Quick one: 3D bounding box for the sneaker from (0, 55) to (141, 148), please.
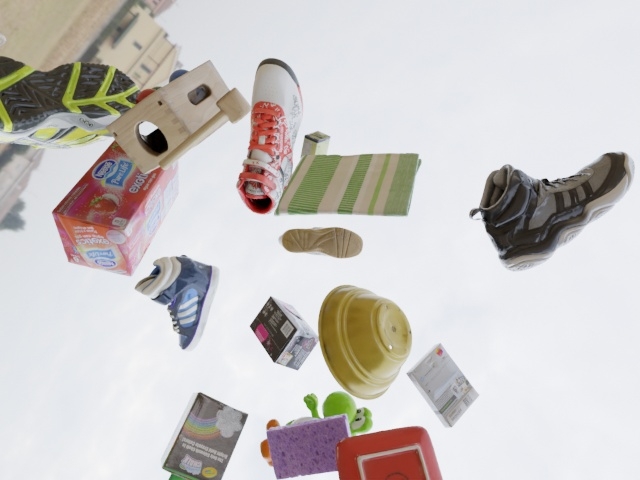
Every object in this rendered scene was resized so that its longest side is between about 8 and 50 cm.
[{"bbox_3d":[-0.479,-0.199,0.678,0.147,0.384,0.145,-35,-102,38],"label":"sneaker"}]

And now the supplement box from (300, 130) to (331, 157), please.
[{"bbox_3d":[-0.017,-0.315,1.426,0.056,0.083,0.083,29,-144,21],"label":"supplement box"}]

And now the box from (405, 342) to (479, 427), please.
[{"bbox_3d":[0.357,0.420,1.234,0.145,0.186,0.038,-33,173,-30],"label":"box"}]

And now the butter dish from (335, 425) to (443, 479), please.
[{"bbox_3d":[0.098,0.383,0.644,0.118,0.160,0.160,114,-31,-54],"label":"butter dish"}]

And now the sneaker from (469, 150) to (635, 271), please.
[{"bbox_3d":[0.373,-0.084,0.692,0.268,0.153,0.101,-42,-172,2],"label":"sneaker"}]

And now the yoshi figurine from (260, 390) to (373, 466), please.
[{"bbox_3d":[-0.018,0.585,1.363,0.361,0.203,0.204,-20,-121,8],"label":"yoshi figurine"}]

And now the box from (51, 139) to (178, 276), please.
[{"bbox_3d":[-0.370,-0.075,0.803,0.257,0.122,0.128,-81,-174,-45],"label":"box"}]

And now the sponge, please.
[{"bbox_3d":[-0.022,0.494,1.011,0.209,0.031,0.117,-17,-100,16],"label":"sponge"}]

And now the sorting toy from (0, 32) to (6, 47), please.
[{"bbox_3d":[-0.333,-0.113,0.263,0.347,0.047,0.196,-42,-177,2],"label":"sorting toy"}]

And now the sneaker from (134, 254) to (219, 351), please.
[{"bbox_3d":[-0.476,0.197,1.342,0.323,0.236,0.130,-67,-151,15],"label":"sneaker"}]

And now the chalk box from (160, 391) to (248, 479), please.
[{"bbox_3d":[-0.277,0.475,0.966,0.213,0.132,0.132,-66,-168,-26],"label":"chalk box"}]

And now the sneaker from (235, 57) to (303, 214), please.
[{"bbox_3d":[-0.094,-0.171,0.764,0.090,0.270,0.145,13,-134,4],"label":"sneaker"}]

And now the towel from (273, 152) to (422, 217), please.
[{"bbox_3d":[0.067,-0.136,1.022,0.324,0.038,0.248,3,-137,21],"label":"towel"}]

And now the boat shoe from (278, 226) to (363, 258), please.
[{"bbox_3d":[0.000,0.000,1.338,0.096,0.276,0.098,-170,-93,-67],"label":"boat shoe"}]

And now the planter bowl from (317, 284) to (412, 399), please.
[{"bbox_3d":[0.104,0.171,0.773,0.090,0.217,0.217,-30,-141,39],"label":"planter bowl"}]

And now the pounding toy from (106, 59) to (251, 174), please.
[{"bbox_3d":[-0.189,-0.174,0.568,0.205,0.094,0.181,-16,-151,34],"label":"pounding toy"}]

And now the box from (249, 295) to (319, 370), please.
[{"bbox_3d":[-0.142,0.362,1.670,0.163,0.142,0.247,-55,-139,3],"label":"box"}]
